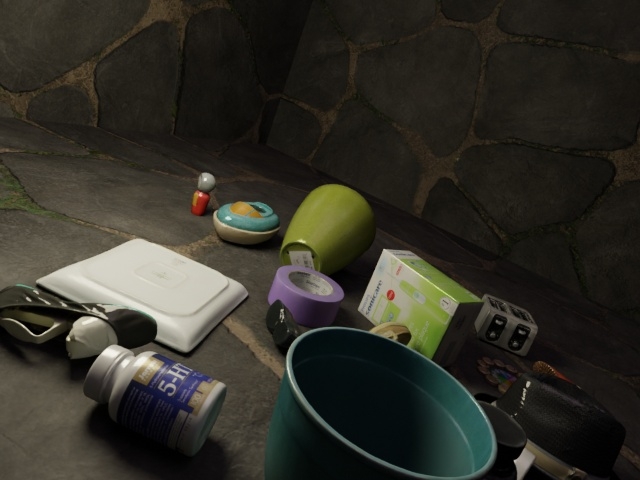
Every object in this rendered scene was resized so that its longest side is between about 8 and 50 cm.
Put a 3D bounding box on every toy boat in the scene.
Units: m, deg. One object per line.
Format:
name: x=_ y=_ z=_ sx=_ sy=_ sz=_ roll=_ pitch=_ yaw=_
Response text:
toy boat: x=-0.295 y=-0.104 z=1.600 sx=0.318 sy=0.148 sz=0.267 roll=27 pitch=19 yaw=17

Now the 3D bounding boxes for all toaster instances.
toaster: x=0.596 y=0.272 z=1.571 sx=0.168 sy=0.110 sz=0.185 roll=23 pitch=17 yaw=5

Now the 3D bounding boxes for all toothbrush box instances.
toothbrush box: x=0.262 y=0.179 z=1.305 sx=0.122 sy=0.206 sz=0.283 roll=5 pitch=24 yaw=-39

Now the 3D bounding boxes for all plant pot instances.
plant pot: x=0.000 y=0.000 z=1.503 sx=0.275 sy=0.274 sz=0.293 roll=25 pitch=33 yaw=13
plant pot: x=0.042 y=0.295 z=0.628 sx=0.272 sy=0.255 sz=0.271 roll=20 pitch=17 yaw=-6

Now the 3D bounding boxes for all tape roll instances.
tape roll: x=-0.039 y=0.145 z=1.272 sx=0.189 sy=0.080 sz=0.189 roll=19 pitch=17 yaw=-6

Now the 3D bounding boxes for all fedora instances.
fedora: x=0.499 y=0.380 z=1.009 sx=0.334 sy=0.152 sz=0.334 roll=26 pitch=10 yaw=-5

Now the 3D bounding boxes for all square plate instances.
square plate: x=-0.370 y=0.095 z=1.093 sx=0.347 sy=0.049 sz=0.344 roll=23 pitch=18 yaw=6

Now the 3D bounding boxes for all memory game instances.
memory game: x=0.516 y=0.380 z=1.319 sx=0.186 sy=0.012 sz=0.186 roll=19 pitch=17 yaw=-6

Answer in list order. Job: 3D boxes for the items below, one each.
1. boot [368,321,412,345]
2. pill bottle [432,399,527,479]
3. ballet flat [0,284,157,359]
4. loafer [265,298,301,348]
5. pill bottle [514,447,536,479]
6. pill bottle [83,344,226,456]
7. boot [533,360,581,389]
boot: x=0.172 y=0.281 z=1.082 sx=0.262 sy=0.095 sz=0.203 roll=-1 pitch=28 yaw=-47
pill bottle: x=0.209 y=0.352 z=0.706 sx=0.123 sy=0.219 sz=0.123 roll=19 pitch=17 yaw=-6
ballet flat: x=-0.426 y=0.151 z=0.814 sx=0.281 sy=0.095 sz=0.096 roll=11 pitch=27 yaw=1
loafer: x=-0.083 y=0.199 z=1.117 sx=0.061 sy=0.062 sz=0.170 roll=37 pitch=12 yaw=-28
pill bottle: x=0.279 y=0.368 z=0.901 sx=0.216 sy=0.121 sz=0.121 roll=32 pitch=21 yaw=33
pill bottle: x=-0.248 y=0.232 z=0.722 sx=0.187 sy=0.112 sz=0.112 roll=22 pitch=18 yaw=5
boot: x=0.678 y=0.407 z=1.362 sx=0.085 sy=0.059 sz=0.158 roll=11 pitch=29 yaw=-39
